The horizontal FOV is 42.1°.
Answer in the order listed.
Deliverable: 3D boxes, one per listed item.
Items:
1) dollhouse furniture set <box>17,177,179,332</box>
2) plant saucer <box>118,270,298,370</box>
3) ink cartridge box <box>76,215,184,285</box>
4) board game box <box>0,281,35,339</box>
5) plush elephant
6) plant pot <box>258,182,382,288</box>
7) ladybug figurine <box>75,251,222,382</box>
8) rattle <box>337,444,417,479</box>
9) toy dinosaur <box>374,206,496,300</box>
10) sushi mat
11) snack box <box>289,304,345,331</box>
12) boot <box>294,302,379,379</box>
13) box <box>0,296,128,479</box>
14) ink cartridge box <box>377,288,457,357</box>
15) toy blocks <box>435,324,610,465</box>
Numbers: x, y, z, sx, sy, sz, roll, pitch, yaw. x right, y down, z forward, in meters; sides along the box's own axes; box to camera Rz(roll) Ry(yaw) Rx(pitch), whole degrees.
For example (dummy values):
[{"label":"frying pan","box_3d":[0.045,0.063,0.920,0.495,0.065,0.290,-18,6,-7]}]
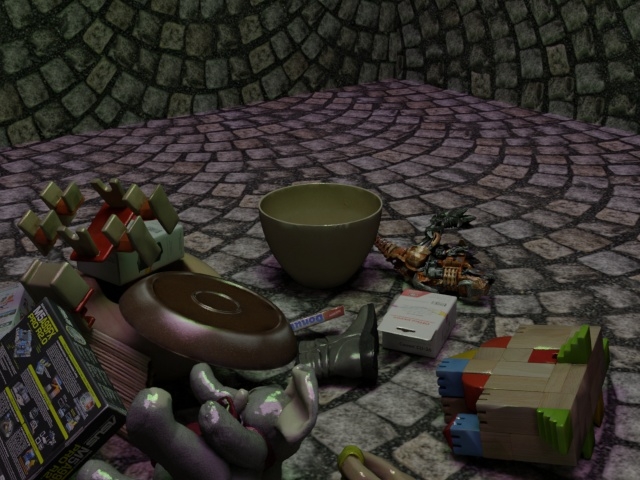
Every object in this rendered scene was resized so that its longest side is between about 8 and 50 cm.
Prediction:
[{"label":"dollhouse furniture set","box_3d":[-0.409,0.019,1.482,0.262,0.135,0.259,3,50,27]},{"label":"plant saucer","box_3d":[-0.179,0.121,1.394,0.310,0.050,0.310,17,14,-4]},{"label":"ink cartridge box","box_3d":[-0.375,0.015,1.633,0.127,0.072,0.175,16,27,33]},{"label":"board game box","box_3d":[-0.648,0.204,1.523,0.224,0.097,0.303,-17,25,-4]},{"label":"plush elephant","box_3d":[-0.129,0.283,1.179,0.330,0.272,0.255,28,39,-3]},{"label":"plant pot","box_3d":[0.000,0.000,1.929,0.284,0.191,0.284,0,23,0]},{"label":"ladybug figurine","box_3d":[-0.340,0.140,1.640,0.305,0.162,0.449,-9,24,-21]},{"label":"rattle","box_3d":[0.095,0.391,1.193,0.199,0.143,0.130,31,-14,-27]},{"label":"toy dinosaur","box_3d":[0.260,0.035,1.912,0.322,0.164,0.218,35,54,22]},{"label":"sushi mat","box_3d":[-0.405,0.228,1.453,0.316,0.151,0.019,17,7,38]},{"label":"snack box","box_3d":[-0.039,0.168,1.670,0.178,0.022,0.064,-17,-4,-10]},{"label":"boot","box_3d":[0.030,0.195,1.613,0.161,0.083,0.246,-6,19,8]},{"label":"box","box_3d":[-0.437,0.249,1.280,0.216,0.060,0.270,-44,51,-2]},{"label":"ink cartridge box","box_3d":[0.194,0.172,1.670,0.115,0.067,0.198,9,23,22]},{"label":"toy blocks","box_3d":[0.319,0.246,1.393,0.261,0.191,0.381,-2,19,28]}]
